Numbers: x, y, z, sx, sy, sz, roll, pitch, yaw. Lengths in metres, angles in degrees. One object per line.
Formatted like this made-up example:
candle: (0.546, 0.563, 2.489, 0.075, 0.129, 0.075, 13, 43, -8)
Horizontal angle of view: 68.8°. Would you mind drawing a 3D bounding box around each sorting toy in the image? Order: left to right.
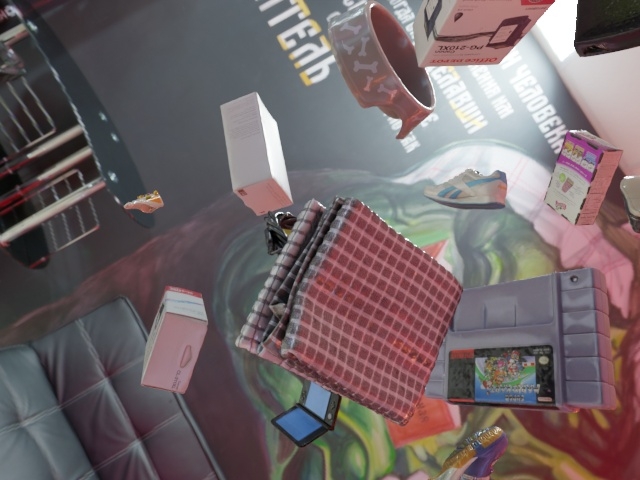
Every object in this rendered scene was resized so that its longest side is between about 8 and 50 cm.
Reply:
sorting toy: (-0.435, -0.091, 1.138, 0.083, 0.075, 0.045, -11, -86, 53)

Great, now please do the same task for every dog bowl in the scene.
dog bowl: (0.167, -0.430, 1.166, 0.348, 0.102, 0.349, 34, 42, -38)

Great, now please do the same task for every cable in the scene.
cable: (-0.026, -0.009, 0.825, 0.184, 0.150, 0.047, -112, -148, -64)

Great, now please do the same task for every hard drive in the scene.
hard drive: (0.552, -0.422, 0.783, 0.254, 0.054, 0.172, 9, -84, 61)

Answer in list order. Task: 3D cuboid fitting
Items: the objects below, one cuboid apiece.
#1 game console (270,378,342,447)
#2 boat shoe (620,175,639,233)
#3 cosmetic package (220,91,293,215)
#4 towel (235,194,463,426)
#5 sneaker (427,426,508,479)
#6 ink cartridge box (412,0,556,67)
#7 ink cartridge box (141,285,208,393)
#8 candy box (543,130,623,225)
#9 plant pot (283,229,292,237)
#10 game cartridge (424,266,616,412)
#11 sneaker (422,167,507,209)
game console: (-0.029, 0.327, 0.911, 0.071, 0.108, 0.122, 18, -5, -35)
boat shoe: (0.740, -0.089, 1.090, 0.206, 0.075, 0.065, -51, 138, -47)
cosmetic package: (-0.233, -0.312, 1.708, 0.217, 0.156, 0.386, 49, 24, -65)
towel: (0.060, 0.100, 0.648, 0.283, 0.235, 0.121, 36, -17, -30)
sneaker: (0.325, 0.551, 1.040, 0.131, 0.296, 0.112, 44, 2, 18)
ink cartridge box: (0.275, -0.400, 0.796, 0.237, 0.171, 0.100, 121, -35, -79)
ink cartridge box: (-0.254, 0.164, 0.814, 0.072, 0.128, 0.175, 19, 2, -19)
candy box: (0.758, -0.182, 1.365, 0.159, 0.071, 0.234, -110, -160, -55)
plant pot: (-0.084, -0.003, 1.476, 0.081, 0.083, 0.081, -129, -161, -63)
game cartridge: (0.341, 0.191, 0.867, 0.068, 0.231, 0.355, 26, -27, -28)
sneaker: (0.365, -0.131, 1.187, 0.087, 0.093, 0.228, 14, -5, -43)
